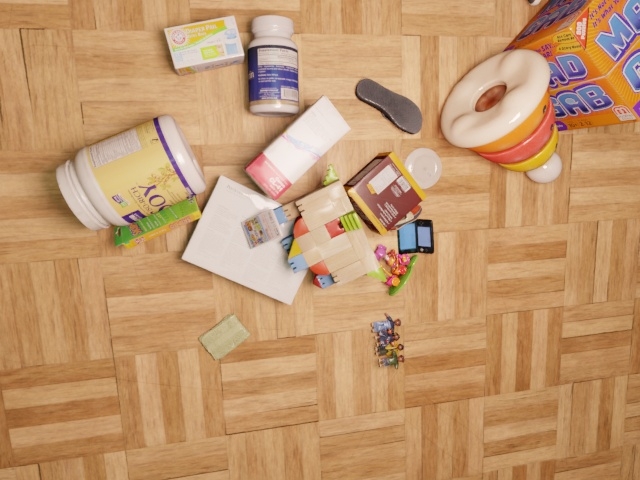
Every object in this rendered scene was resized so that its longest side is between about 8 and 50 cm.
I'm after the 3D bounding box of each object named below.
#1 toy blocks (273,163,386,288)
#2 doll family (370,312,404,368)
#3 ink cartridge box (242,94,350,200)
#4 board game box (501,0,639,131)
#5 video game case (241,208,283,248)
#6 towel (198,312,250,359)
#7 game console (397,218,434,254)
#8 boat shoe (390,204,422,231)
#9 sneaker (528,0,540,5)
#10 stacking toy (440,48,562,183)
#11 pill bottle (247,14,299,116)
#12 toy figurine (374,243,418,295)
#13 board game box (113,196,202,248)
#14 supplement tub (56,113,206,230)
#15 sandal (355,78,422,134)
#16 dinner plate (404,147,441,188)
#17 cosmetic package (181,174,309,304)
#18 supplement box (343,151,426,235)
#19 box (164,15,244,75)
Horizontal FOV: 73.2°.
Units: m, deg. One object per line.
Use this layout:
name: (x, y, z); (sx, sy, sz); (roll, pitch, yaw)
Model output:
toy blocks: (0.000, 0.000, 1.306); (0.261, 0.191, 0.381); (-26, 102, 4)
doll family: (0.248, 0.359, 1.540); (0.111, 0.076, 0.193); (-10, 98, -5)
ink cartridge box: (-0.080, -0.272, 1.297); (0.306, 0.226, 0.131); (-42, 104, -2)
board game box: (0.876, -0.611, 1.363); (0.356, 0.356, 0.356); (42, 90, -13)
video game case: (-0.175, -0.034, 1.286); (0.122, 0.011, 0.087); (-21, 92, 30)
towel: (-0.320, 0.324, 1.445); (0.148, 0.027, 0.110); (-37, 105, -4)
game console: (0.331, -0.010, 1.501); (0.071, 0.107, 0.122); (-14, 103, -38)
boat shoe: (0.291, -0.084, 1.484); (0.137, 0.049, 0.043); (-33, 140, -4)
sneaker: (0.649, -0.917, 1.406); (0.147, 0.104, 0.295); (-5, 94, -8)
stacking toy: (0.667, -0.352, 1.435); (0.480, 0.350, 0.350); (31, 92, -32)
pill bottle: (-0.140, -0.512, 1.284); (0.153, 0.153, 0.264); (-2, 99, -11)
toy figurine: (0.226, 0.075, 1.478); (0.159, 0.130, 0.173); (36, 79, -5)
board game box: (-0.494, -0.063, 1.303); (0.259, 0.124, 0.039); (-23, 135, -8)
supplement tub: (-0.522, -0.186, 1.216); (0.331, 0.241, 0.241); (-25, 103, -6)
sandal: (0.231, -0.445, 1.426); (0.254, 0.054, 0.097); (35, 84, -5)
dinner plate: (0.358, -0.250, 1.495); (0.141, 0.017, 0.141); (-2, 101, -11)
cosmetic package: (-0.205, 0.000, 1.381); (0.377, 0.097, 0.284); (26, 94, -14)
supplement box: (0.201, -0.155, 1.419); (0.194, 0.129, 0.191); (-41, 104, -2)
box: (-0.337, -0.567, 1.262); (0.203, 0.103, 0.114); (-16, 102, -8)
